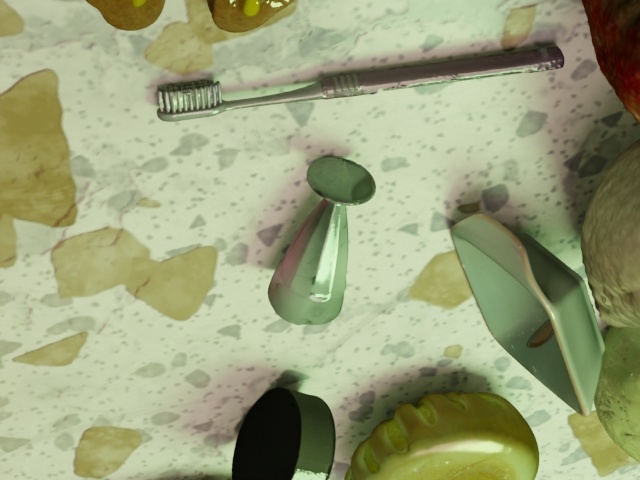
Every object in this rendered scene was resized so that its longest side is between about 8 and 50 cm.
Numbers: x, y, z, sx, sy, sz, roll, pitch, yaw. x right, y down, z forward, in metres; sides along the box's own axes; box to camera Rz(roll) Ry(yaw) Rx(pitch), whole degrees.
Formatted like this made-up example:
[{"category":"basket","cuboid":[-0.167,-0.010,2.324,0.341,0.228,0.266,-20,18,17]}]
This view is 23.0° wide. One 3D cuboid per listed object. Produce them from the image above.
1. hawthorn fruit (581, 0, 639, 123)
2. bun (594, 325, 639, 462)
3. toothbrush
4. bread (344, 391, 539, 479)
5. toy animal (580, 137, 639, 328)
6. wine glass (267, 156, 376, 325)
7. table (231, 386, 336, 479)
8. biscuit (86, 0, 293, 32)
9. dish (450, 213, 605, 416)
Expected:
[{"category":"hawthorn fruit","cuboid":[0.347,-0.183,1.243,0.254,0.254,0.300,-39,155,23]},{"category":"bun","cuboid":[0.416,0.159,1.666,0.259,0.152,0.259,-10,139,-8]},{"category":"toothbrush","cuboid":[0.036,-0.138,1.337,0.354,0.024,0.029,-8,128,-7]},{"category":"bread","cuboid":[0.127,0.239,1.695,0.213,0.104,0.213,-6,137,-6]},{"category":"toy animal","cuboid":[0.347,-0.020,1.394,0.226,0.358,0.188,-37,92,-3]},{"category":"wine glass","cuboid":[0.000,0.000,1.439,0.073,0.073,0.155,1,131,-17]},{"category":"table","cuboid":[-0.039,0.218,1.603,0.043,0.133,0.133,19,127,-30]},{"category":"biscuit","cuboid":[-0.080,-0.272,1.152,0.186,0.044,0.295,-4,136,-16]},{"category":"dish","cuboid":[0.209,0.054,1.514,0.064,0.154,0.234,-38,138,-10]}]
